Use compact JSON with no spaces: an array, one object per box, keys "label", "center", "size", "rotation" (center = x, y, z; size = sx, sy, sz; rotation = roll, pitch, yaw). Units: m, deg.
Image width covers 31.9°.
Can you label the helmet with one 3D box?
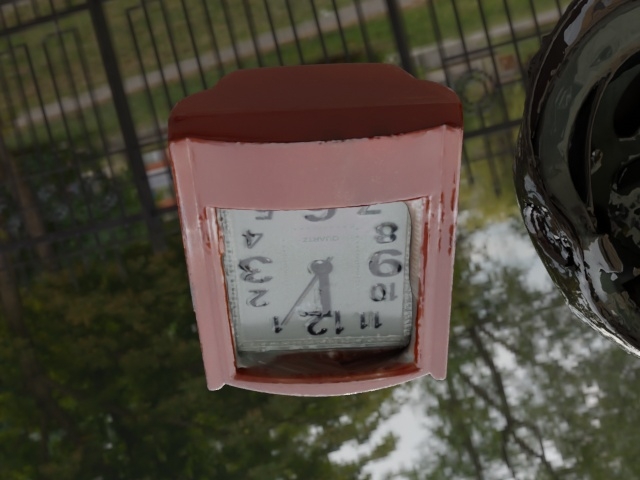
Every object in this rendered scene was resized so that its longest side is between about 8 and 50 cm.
[{"label":"helmet","center":[0.240,-0.043,0.780],"size":[0.225,0.305,0.177],"rotation":[-33,-174,-7]}]

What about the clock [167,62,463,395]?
[{"label":"clock","center":[0.000,0.000,0.482],"size":[0.113,0.155,0.061],"rotation":[-3,-139,-1]}]
